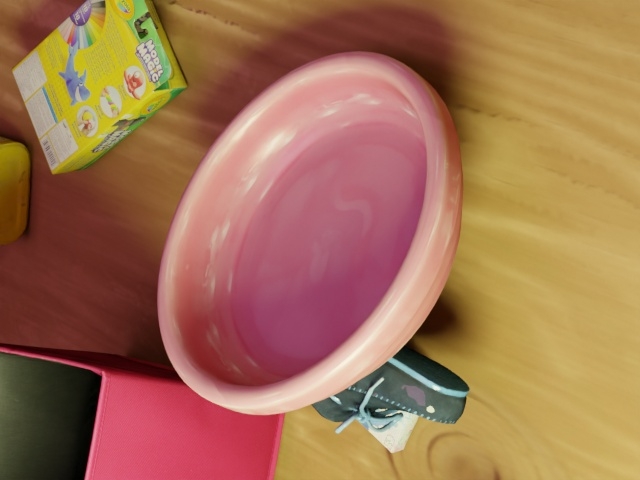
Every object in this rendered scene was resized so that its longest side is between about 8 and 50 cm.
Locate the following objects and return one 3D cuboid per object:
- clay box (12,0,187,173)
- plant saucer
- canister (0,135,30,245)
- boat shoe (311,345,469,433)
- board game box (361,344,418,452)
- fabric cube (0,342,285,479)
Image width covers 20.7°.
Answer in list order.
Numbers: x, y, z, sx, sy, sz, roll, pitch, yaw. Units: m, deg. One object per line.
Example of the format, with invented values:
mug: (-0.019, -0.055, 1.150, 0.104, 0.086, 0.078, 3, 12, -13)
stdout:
clay box: (-0.220, -0.173, 1.791, 0.222, 0.053, 0.127, -32, 76, 41)
plant saucer: (0.000, 0.000, 1.516, 0.332, 0.084, 0.332, -26, 49, 34)
canister: (-0.405, -0.072, 1.975, 0.170, 0.073, 0.126, 19, 111, 38)
boat shoe: (0.031, 0.124, 1.559, 0.258, 0.109, 0.089, 22, 91, 52)
board game box: (0.057, 0.132, 1.612, 0.090, 0.020, 0.090, 41, 124, 31)
fabric cube: (-0.226, 0.237, 1.690, 0.259, 0.258, 0.254, 8, 88, 38)
